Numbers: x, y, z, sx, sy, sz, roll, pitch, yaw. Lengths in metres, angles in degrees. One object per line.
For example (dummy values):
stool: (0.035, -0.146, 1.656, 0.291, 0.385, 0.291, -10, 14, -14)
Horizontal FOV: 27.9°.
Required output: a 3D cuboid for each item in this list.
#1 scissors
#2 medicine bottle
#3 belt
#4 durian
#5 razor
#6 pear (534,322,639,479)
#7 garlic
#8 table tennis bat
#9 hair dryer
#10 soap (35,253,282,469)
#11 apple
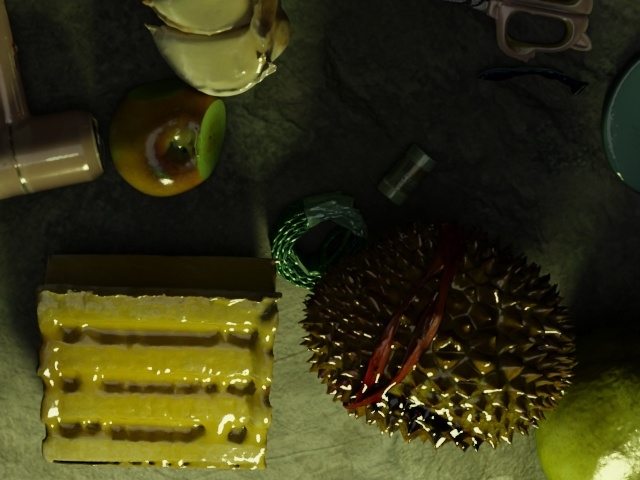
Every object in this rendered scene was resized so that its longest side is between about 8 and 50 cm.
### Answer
scissors: (0.235, -0.336, 1.778, 0.318, 0.024, 0.160, 9, 108, -9)
medicine bottle: (0.124, -0.093, 1.831, 0.047, 0.047, 0.083, 38, 99, -16)
belt: (0.000, 0.000, 1.830, 0.151, 0.079, 0.121, -35, 107, 5)
durian: (0.163, 0.128, 1.746, 0.384, 0.347, 0.347, 0, 108, -10)
razor: (0.298, -0.231, 1.817, 0.155, 0.044, 0.028, 6, 77, -5)
pear: (0.458, 0.241, 1.831, 0.287, 0.287, 0.375, 1, 143, -6)
garlic: (-0.142, -0.345, 1.665, 0.203, 0.184, 0.281, 3, 130, 19)
table tennis bat: (0.527, -0.214, 1.839, 0.215, 0.044, 0.329, 17, 107, -10)
hair dryer: (-0.412, -0.231, 1.713, 0.189, 0.107, 0.344, -11, 102, -3)
soap: (-0.223, 0.171, 1.804, 0.335, 0.156, 0.293, 0, 119, -3)
apple: (-0.203, -0.135, 1.731, 0.163, 0.147, 0.146, -10, 109, -4)
